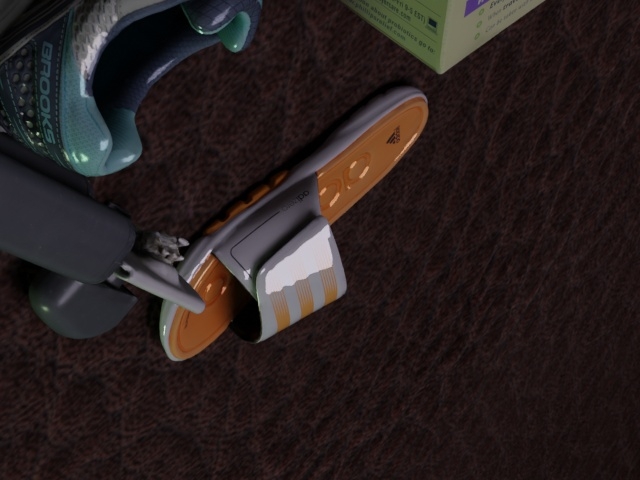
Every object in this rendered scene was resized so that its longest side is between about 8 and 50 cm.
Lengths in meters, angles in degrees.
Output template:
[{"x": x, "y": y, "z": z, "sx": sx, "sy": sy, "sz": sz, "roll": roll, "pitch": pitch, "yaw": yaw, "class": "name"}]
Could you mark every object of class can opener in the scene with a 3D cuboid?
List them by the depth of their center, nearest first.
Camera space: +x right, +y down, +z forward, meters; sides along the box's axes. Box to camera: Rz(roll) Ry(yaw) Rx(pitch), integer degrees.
[{"x": -0.147, "y": 0.003, "z": 0.876, "sx": 0.093, "sy": 0.074, "sz": 0.280, "roll": -50, "pitch": 155, "yaw": 0, "class": "can opener"}]

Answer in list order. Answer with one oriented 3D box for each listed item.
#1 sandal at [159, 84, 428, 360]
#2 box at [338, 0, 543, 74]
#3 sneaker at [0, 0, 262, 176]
[{"x": -0.001, "y": -0.006, "z": 1.106, "sx": 0.265, "sy": 0.076, "sz": 0.102, "roll": -43, "pitch": 154, "yaw": -16, "class": "sandal"}, {"x": 0.110, "y": -0.257, "z": 0.904, "sx": 0.213, "sy": 0.117, "sz": 0.243, "roll": -36, "pitch": 152, "yaw": -28, "class": "box"}, {"x": -0.058, "y": -0.153, "z": 0.757, "sx": 0.283, "sy": 0.122, "sz": 0.110, "roll": -55, "pitch": 155, "yaw": 8, "class": "sneaker"}]
